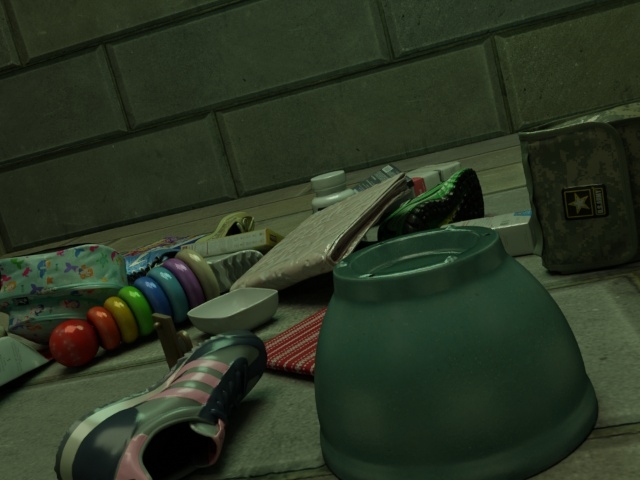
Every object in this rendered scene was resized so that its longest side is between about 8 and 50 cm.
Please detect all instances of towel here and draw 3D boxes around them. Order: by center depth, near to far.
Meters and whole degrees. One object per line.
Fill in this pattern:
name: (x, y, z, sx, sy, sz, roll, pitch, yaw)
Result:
towel: (0.035, 0.149, 1.039, 0.199, 0.031, 0.275, -26, 13, -37)
towel: (0.000, 0.000, 1.463, 0.332, 0.053, 0.317, -23, 15, 48)

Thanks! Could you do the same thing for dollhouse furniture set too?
dollhouse furniture set: (-0.244, 0.189, 0.958, 0.151, 0.123, 0.144, -22, 13, -33)

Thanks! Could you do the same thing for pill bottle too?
pill bottle: (0.040, -0.068, 1.705, 0.112, 0.187, 0.112, -14, 11, 3)

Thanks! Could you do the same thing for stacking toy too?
stacking toy: (-0.363, 0.145, 1.380, 0.330, 0.141, 0.141, -30, 17, -32)

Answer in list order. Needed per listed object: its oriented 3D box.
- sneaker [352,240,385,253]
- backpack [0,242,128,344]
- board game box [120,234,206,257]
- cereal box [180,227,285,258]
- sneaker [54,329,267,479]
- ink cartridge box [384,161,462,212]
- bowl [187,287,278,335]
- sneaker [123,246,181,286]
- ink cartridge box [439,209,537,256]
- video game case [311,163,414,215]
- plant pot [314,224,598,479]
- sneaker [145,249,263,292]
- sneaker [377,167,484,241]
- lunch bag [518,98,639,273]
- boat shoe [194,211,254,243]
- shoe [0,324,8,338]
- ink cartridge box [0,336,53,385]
sneaker: (0.134, 0.037, 1.390, 0.087, 0.083, 0.221, -3, 3, -42)
backpack: (-0.529, 0.107, 1.480, 0.253, 0.191, 0.225, -17, -19, -3)
board game box: (-0.513, 0.077, 2.003, 0.233, 0.078, 0.347, -3, 16, 46)
cereal box: (-0.193, 0.030, 1.722, 0.240, 0.047, 0.173, -11, -16, 23)
sneaker: (-0.141, 0.210, 0.834, 0.131, 0.112, 0.319, 13, 27, 32)
ink cartridge box: (0.291, -0.154, 2.062, 0.218, 0.092, 0.158, -25, 14, -36)
bowl: (-0.156, 0.135, 1.298, 0.142, 0.053, 0.142, -22, 13, -39)
sneaker: (-0.439, 0.083, 1.744, 0.147, 0.130, 0.330, -9, 12, 41)
ink cartridge box: (0.315, -0.004, 1.350, 0.181, 0.061, 0.104, -9, 12, 24)
video game case: (0.113, -0.113, 1.975, 0.274, 0.026, 0.196, -33, 22, 0)
plant pot: (0.119, 0.099, 0.740, 0.293, 0.196, 0.293, -14, 12, 3)
sneaker: (-0.257, 0.089, 1.621, 0.281, 0.105, 0.115, -8, -4, 0)
sneaker: (0.251, -0.070, 1.581, 0.146, 0.134, 0.343, -5, 15, 45)
lunch bag: (0.466, -0.091, 1.122, 0.287, 0.235, 0.169, -16, 14, -5)
boat shoe: (-0.256, -0.001, 2.028, 0.089, 0.104, 0.285, -4, 25, 29)
shoe: (-0.661, 0.187, 1.413, 0.076, 0.058, 0.219, -3, -13, -27)
ink cartridge box: (-0.690, 0.231, 1.340, 0.308, 0.091, 0.385, -12, 5, 9)
